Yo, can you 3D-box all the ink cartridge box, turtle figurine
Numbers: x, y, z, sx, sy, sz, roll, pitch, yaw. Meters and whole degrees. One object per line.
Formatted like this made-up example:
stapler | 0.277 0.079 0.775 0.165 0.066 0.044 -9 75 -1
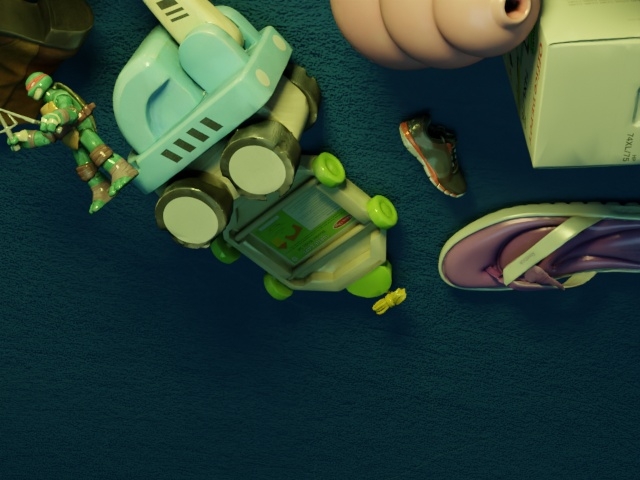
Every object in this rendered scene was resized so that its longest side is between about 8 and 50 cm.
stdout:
ink cartridge box | 0.351 -0.252 1.628 0.197 0.270 0.198 -3 133 -2
turtle figurine | -0.362 -0.153 1.785 0.234 0.118 0.175 49 160 -6

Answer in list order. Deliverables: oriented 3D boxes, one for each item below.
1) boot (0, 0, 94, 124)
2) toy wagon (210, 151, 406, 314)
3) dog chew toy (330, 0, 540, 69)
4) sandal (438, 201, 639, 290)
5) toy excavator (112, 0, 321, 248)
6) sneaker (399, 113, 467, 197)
boot | -0.487 -0.265 1.809 0.264 0.096 0.280 -3 157 -34
toy wagon | 0.000 0.000 2.066 0.344 0.068 0.267 37 127 -26
dog chew toy | 0.149 -0.305 1.584 0.206 0.332 0.207 -7 107 -24
sandal | 0.385 0.023 2.012 0.416 0.102 0.169 -10 131 16
toy excavator | -0.179 -0.270 1.761 0.433 0.222 0.445 -35 112 31
sneaker | 0.186 -0.128 1.929 0.065 0.061 0.158 -30 123 23
